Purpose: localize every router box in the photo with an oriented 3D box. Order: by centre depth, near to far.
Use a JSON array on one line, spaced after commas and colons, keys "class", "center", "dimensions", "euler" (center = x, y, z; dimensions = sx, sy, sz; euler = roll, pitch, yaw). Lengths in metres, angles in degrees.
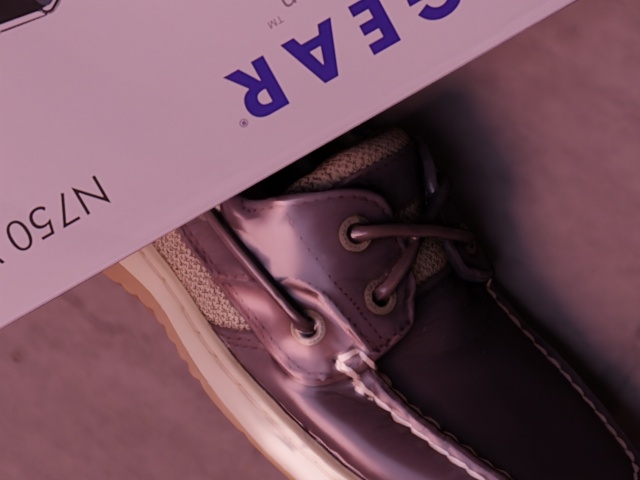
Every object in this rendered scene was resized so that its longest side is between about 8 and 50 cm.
[{"class": "router box", "center": [-0.112, -0.138, 0.531], "dimensions": [0.335, 0.082, 0.301], "euler": [-30, 103, -1]}]

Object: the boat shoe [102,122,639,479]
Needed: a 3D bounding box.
[{"class": "boat shoe", "center": [0.000, 0.000, 0.640], "dimensions": [0.285, 0.103, 0.092], "euler": [43, 127, 14]}]
